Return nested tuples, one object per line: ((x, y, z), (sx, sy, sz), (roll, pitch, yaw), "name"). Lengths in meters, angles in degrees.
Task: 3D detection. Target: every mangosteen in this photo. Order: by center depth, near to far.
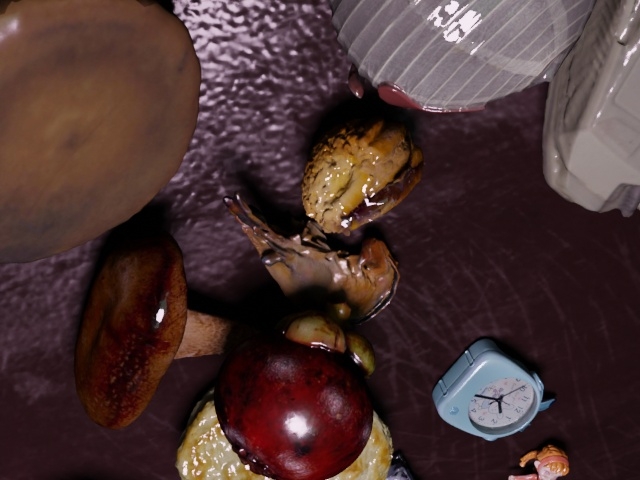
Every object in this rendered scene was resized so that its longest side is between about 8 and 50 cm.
((-0.016, 0.152, 1.238), (0.199, 0.200, 0.200), (-5, 121, -8), "mangosteen")

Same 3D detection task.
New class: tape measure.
((0.080, 0.309, 1.463), (0.091, 0.054, 0.094), (-16, 113, -4), "tape measure")

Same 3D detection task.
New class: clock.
((0.214, 0.187, 1.424), (0.147, 0.045, 0.108), (30, 111, -26), "clock")

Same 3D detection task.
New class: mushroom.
((-0.137, 0.089, 1.266), (0.217, 0.148, 0.227), (3, 131, -34), "mushroom")

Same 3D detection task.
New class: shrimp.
((-0.009, 0.000, 1.260), (0.117, 0.066, 0.262), (-40, 135, -2), "shrimp")

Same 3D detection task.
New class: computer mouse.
((0.351, -0.210, 1.164), (0.228, 0.145, 0.429), (1, 132, -20), "computer mouse")

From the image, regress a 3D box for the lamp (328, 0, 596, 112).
((0.129, -0.228, 1.052), (0.265, 0.233, 0.233), (-38, 121, -5), "lamp")

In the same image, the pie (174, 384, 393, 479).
((-0.035, 0.239, 1.373), (0.248, 0.090, 0.201), (27, 97, -18), "pie")

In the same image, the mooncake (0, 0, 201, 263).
((-0.257, -0.126, 1.043), (0.290, 0.161, 0.290), (-22, 140, -20), "mooncake")

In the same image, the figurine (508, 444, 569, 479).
((0.264, 0.296, 1.499), (0.064, 0.047, 0.109), (21, 123, -29), "figurine")

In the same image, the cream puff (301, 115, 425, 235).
((0.037, -0.068, 1.198), (0.133, 0.119, 0.104), (-34, 100, -4), "cream puff")
